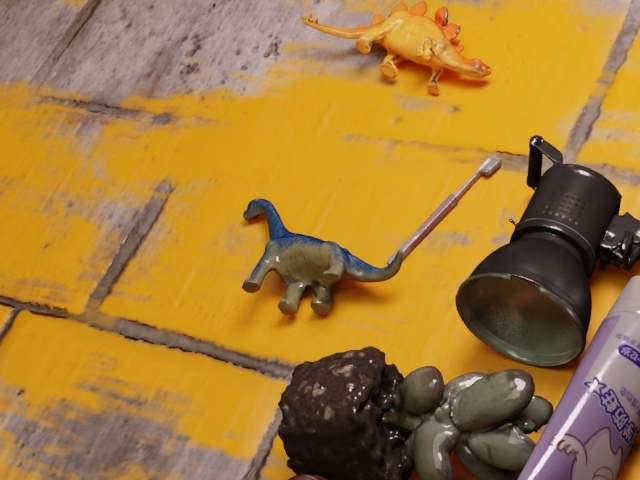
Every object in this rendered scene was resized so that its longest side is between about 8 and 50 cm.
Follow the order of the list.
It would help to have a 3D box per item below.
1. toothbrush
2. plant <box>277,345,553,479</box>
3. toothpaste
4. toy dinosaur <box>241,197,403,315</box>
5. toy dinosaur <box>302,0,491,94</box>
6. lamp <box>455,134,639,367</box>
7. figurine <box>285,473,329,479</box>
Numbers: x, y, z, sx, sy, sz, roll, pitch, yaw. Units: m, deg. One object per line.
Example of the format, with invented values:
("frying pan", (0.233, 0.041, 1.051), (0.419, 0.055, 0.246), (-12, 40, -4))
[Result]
("toothbrush", (0.149, -0.036, 1.702), (0.194, 0.014, 0.017), (-43, 48, -12))
("plant", (0.098, 0.188, 1.451), (0.274, 0.146, 0.149), (1, 44, 23))
("toothpaste", (0.262, 0.194, 1.390), (0.080, 0.125, 0.371), (-5, 42, 49))
("toy dinosaur", (0.000, 0.000, 1.713), (0.247, 0.075, 0.188), (-11, 42, 25))
("toy dinosaur", (0.113, -0.272, 1.878), (0.288, 0.070, 0.117), (24, 56, 33))
("lamp", (0.265, 0.008, 1.543), (0.172, 0.147, 0.227), (19, 55, 21))
("figurine", (-0.064, 0.337, 1.424), (0.240, 0.175, 0.116), (-45, 4, 1))
